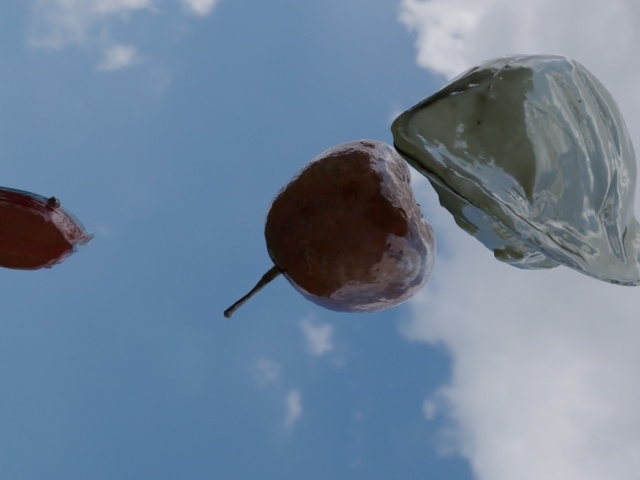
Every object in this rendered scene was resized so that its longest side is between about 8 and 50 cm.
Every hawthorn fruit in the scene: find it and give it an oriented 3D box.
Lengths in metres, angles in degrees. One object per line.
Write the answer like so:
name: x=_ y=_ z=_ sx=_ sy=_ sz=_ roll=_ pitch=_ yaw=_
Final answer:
hawthorn fruit: x=0.033 y=-0.023 z=1.862 sx=0.235 sy=0.263 sz=0.231 roll=-71 pitch=172 yaw=-48

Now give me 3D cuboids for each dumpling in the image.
dumpling: x=0.254 y=-0.071 z=1.559 sx=0.315 sy=0.395 sz=0.233 roll=48 pitch=-65 yaw=28

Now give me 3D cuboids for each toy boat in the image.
toy boat: x=-0.282 y=-0.015 z=1.204 sx=0.059 sy=0.173 sz=0.069 roll=-122 pitch=-134 yaw=-67
